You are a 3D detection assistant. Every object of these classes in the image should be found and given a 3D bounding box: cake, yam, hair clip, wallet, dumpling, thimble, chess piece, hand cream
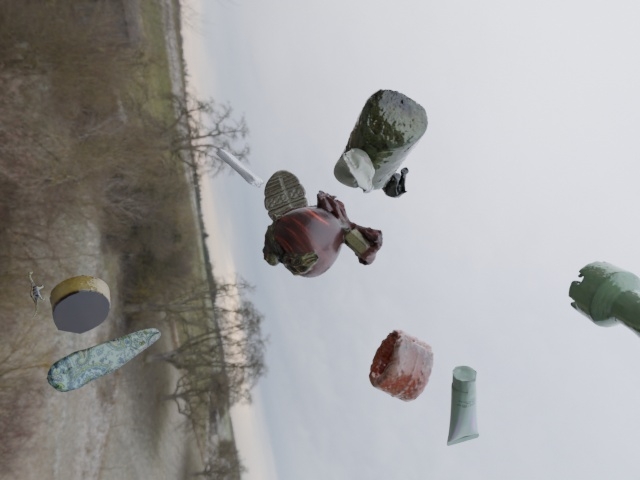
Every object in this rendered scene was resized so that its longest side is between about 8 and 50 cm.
[{"bbox_3d":[-0.873,0.206,1.675,0.178,0.208,0.185,38,-22,41],"label":"cake"},{"bbox_3d":[0.176,-0.290,1.364,0.300,0.195,0.195,120,-43,-63],"label":"yam"},{"bbox_3d":[-0.411,0.223,0.912,0.036,0.229,0.065,-32,-96,41],"label":"hair clip"},{"bbox_3d":[-0.274,-0.247,1.595,0.190,0.033,0.095,42,10,13],"label":"wallet"},{"bbox_3d":[0.102,-0.186,1.271,0.127,0.108,0.188,44,7,1],"label":"dumpling"},{"bbox_3d":[0.283,0.442,1.646,0.239,0.162,0.239,-63,-176,9],"label":"thimble"},{"bbox_3d":[0.594,0.145,0.825,0.299,0.195,0.194,-125,-151,-66],"label":"chess piece"},{"bbox_3d":[0.306,0.360,0.995,0.050,0.078,0.204,-122,-159,-62],"label":"hand cream"}]

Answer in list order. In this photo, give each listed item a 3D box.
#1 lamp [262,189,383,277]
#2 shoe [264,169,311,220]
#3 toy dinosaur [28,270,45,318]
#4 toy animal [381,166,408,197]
[{"bbox_3d":[-0.004,-0.001,0.979,0.215,0.223,0.151,47,2,17],"label":"lamp"},{"bbox_3d":[-0.121,-0.135,1.898,0.198,0.172,0.350,-88,167,-62],"label":"shoe"},{"bbox_3d":[-1.066,0.204,1.745,0.058,0.037,0.180,23,43,-67],"label":"toy dinosaur"},{"bbox_3d":[0.212,-0.245,1.620,0.146,0.115,0.244,93,-25,-63],"label":"toy animal"}]
